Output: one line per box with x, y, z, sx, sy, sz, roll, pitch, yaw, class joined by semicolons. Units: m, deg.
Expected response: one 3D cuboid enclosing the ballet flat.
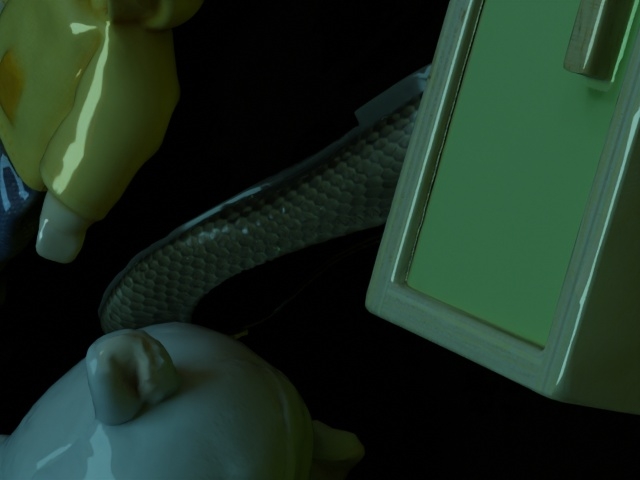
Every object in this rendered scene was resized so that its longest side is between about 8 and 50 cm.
0.000;0.000;0.745;0.250;0.084;0.058;-32;81;41;ballet flat

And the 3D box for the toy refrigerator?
0.105;-0.088;0.601;0.102;0.094;0.270;25;101;53;toy refrigerator

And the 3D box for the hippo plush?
-0.089;0.133;0.758;0.236;0.234;0.294;-21;60;22;hippo plush

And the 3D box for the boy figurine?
-0.125;-0.075;0.913;0.285;0.092;0.177;-47;44;40;boy figurine
